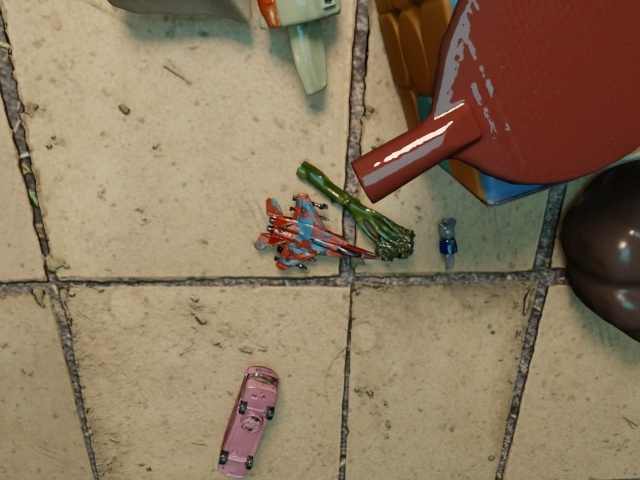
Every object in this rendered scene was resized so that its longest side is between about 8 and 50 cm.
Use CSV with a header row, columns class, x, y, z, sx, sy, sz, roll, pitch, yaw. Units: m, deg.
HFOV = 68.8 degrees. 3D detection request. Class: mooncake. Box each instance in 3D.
class,x,y,z,sx,sy,sz,roll,pitch,yaw
mooncake,0.532,0.022,0.714,0.306,0.154,0.305,0,112,-1

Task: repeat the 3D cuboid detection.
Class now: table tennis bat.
class,x,y,z,sx,sy,sz,roll,pitch,yaw
table tennis bat,0.166,-0.124,0.375,0.310,0.038,0.200,-30,111,8

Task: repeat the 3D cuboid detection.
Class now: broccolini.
class,x,y,z,sx,sy,sz,roll,pitch,yaw
broccolini,0.050,-0.042,0.715,0.216,0.058,0.067,33,65,-8

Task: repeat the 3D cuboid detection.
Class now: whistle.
class,x,y,z,sx,sy,sz,roll,pitch,yaw
whistle,-0.029,-0.307,0.562,0.102,0.106,0.253,-25,119,-20
whistle,0.206,0.005,0.748,0.033,0.029,0.083,-12,106,-16

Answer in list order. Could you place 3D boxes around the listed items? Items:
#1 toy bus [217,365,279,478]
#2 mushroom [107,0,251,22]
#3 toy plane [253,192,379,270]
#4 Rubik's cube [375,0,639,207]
class,x,y,z,sx,sy,sz,roll,pitch,yaw
toy bus,-0.129,0.317,0.817,0.063,0.090,0.203,17,111,-11
mushroom,-0.145,-0.380,0.399,0.178,0.397,0.125,6,67,-6
toy plane,-0.001,-0.001,0.714,0.189,0.061,0.130,14,110,-14
Rubik's cube,0.235,-0.249,0.504,0.291,0.291,0.291,-20,113,4
